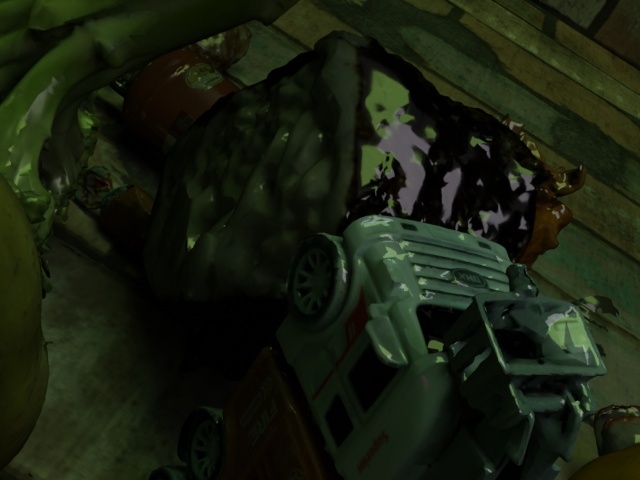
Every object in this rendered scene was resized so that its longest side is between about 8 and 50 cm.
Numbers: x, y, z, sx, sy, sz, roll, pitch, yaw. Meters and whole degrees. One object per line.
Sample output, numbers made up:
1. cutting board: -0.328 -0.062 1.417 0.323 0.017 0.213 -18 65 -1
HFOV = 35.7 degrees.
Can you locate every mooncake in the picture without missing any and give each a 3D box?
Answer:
1. mooncake: 0.222 0.195 0.888 0.150 0.057 0.347 25 51 -29

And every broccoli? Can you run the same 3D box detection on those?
1. broccoli: -0.198 -0.169 0.784 0.353 0.397 0.275 41 5 24

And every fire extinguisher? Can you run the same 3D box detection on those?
1. fire extinguisher: -0.098 -0.088 1.057 0.376 0.113 0.200 41 -13 12

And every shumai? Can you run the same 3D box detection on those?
1. shumai: -0.163 -0.322 1.285 0.161 0.153 0.209 6 34 -51

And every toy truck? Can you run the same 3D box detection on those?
1. toy truck: 0.027 0.136 0.557 0.132 0.338 0.184 12 35 -33

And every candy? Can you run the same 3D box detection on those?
1. candy: -0.151 -0.004 0.902 0.182 0.053 0.046 43 23 15

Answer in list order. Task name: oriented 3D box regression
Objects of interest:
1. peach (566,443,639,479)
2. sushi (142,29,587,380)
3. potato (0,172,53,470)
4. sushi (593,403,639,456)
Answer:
1. peach: 0.276 0.274 0.755 0.251 0.153 0.251 17 49 -21
2. sushi: 0.000 0.000 0.744 0.207 0.235 0.348 17 -11 -30
3. potato: -0.234 0.035 0.546 0.169 0.248 0.143 -19 30 -20
4. sushi: 0.381 0.283 0.909 0.332 0.124 0.130 35 18 6
